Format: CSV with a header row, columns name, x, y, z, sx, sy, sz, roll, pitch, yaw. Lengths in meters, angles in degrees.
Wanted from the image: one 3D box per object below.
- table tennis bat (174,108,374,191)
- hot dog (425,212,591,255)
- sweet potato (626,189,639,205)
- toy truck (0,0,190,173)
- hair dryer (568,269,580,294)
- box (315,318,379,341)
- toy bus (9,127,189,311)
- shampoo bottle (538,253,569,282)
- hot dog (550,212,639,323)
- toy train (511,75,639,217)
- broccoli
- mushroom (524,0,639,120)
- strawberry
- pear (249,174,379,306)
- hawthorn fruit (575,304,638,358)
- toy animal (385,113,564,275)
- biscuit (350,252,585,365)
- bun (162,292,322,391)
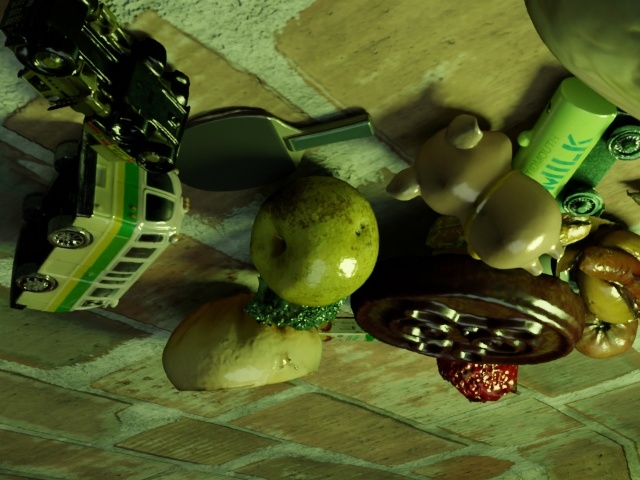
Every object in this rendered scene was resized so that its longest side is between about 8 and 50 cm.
name,x,y,z,sx,sy,sz,roll,pitch,yaw
table tennis bat,-0.074,-0.132,1.135,0.301,0.022,0.173,-12,148,12
hot dog,0.302,-0.018,1.308,0.268,0.115,0.072,-14,152,9
sweet potato,0.632,-0.063,1.337,0.269,0.075,0.075,-5,150,-9
toy truck,-0.257,-0.186,0.921,0.127,0.127,0.257,-2,152,22
hair dryer,0.438,0.080,1.580,0.154,0.054,0.106,1,155,7
box,0.084,0.186,1.684,0.207,0.041,0.050,2,149,-13
toy bus,-0.331,-0.008,1.178,0.179,0.143,0.305,14,144,-32
shampoo bottle,0.310,0.058,1.468,0.262,0.085,0.085,-11,149,9
hot dog,0.516,0.072,1.419,0.326,0.107,0.194,15,105,-46
toy train,0.356,-0.131,1.154,0.157,0.105,0.253,12,145,-5
broccoli,-0.034,0.076,1.373,0.156,0.195,0.195,46,131,-10
mushroom,0.364,-0.247,0.748,0.325,0.353,0.353,-7,152,-26
strawberry,0.317,0.229,1.687,0.184,0.187,0.201,-7,127,41
pear,0.000,0.000,1.212,0.197,0.197,0.197,-5,150,-3
hawthorn fruit,0.577,0.184,1.672,0.149,0.149,0.189,-13,145,11
toy animal,0.238,-0.054,1.145,0.248,0.149,0.165,42,110,-2
biscuit,0.248,0.137,1.408,0.407,0.091,0.407,8,158,3
bun,-0.143,0.179,1.498,0.298,0.165,0.299,-7,178,0
